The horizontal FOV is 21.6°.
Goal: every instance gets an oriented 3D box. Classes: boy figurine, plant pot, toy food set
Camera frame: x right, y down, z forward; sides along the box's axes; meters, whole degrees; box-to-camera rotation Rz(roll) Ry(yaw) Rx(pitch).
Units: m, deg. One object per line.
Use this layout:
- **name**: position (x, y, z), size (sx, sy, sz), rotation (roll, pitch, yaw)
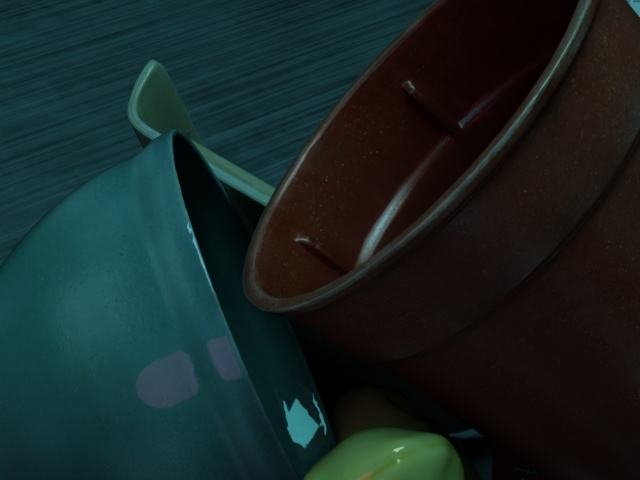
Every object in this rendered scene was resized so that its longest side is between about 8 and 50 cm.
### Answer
- **boy figurine**: position (0.060, 0.162, 0.984), size (0.092, 0.285, 0.177), rotation (-36, 76, 4)
- **plant pot**: position (0.144, 0.012, 0.958), size (0.265, 0.272, 0.272), rotation (41, 27, -18)
- **toy food set**: position (0.000, 0.000, 1.254), size (0.306, 0.219, 0.092), rotation (30, 66, 34)
- **plant pot**: position (-0.121, 0.100, 1.072), size (0.196, 0.293, 0.293), rotation (-23, 34, 4)

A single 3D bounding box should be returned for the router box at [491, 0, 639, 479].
- **router box**: position (0.210, -0.023, 1.257), size (0.082, 0.301, 0.335), rotation (9, 31, 16)
